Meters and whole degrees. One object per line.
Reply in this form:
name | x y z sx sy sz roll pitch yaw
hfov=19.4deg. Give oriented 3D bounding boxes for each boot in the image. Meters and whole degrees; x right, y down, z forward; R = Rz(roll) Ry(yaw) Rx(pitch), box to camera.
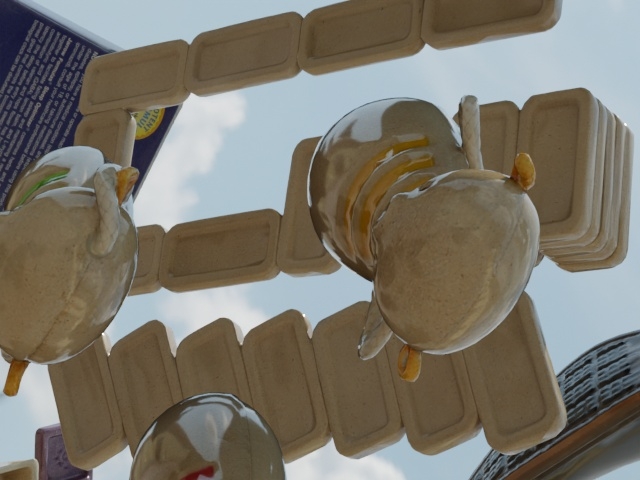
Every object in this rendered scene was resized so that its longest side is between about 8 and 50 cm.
boot | 0.170 0.084 0.823 0.106 0.219 0.082 48 17 -11

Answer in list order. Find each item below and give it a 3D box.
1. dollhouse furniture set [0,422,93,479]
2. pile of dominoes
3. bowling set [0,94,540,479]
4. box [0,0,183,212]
dollhouse furniture set | -0.129 0.147 0.901 0.081 0.114 0.091 12 -76 40
pile of dominoes | 0.000 0.000 0.744 0.251 0.040 0.196 -8 -116 33
bowling set | -0.087 0.057 0.524 0.287 0.200 0.154 -64 -168 8
box | -0.196 -0.075 1.032 0.225 0.036 0.136 29 -81 7
